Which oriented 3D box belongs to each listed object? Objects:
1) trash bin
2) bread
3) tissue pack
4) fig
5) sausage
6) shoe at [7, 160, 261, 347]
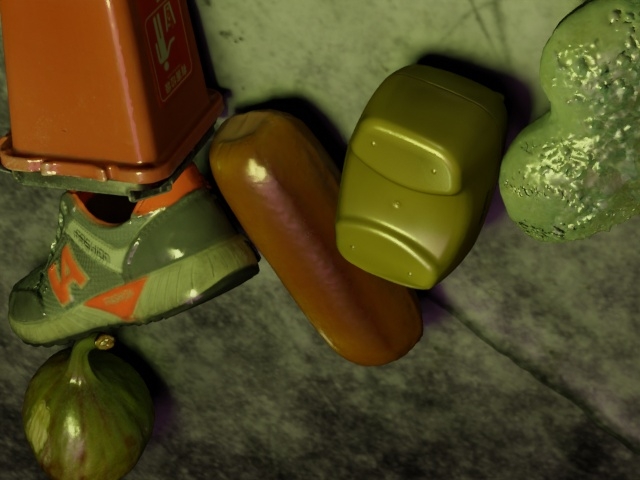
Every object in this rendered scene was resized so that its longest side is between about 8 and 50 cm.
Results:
[{"bbox_3d":[-0.200,-0.168,1.524,0.184,0.161,0.238,5,123,20],"label":"trash bin"},{"bbox_3d":[0.240,-0.083,1.422,0.173,0.064,0.232,15,121,-9],"label":"bread"},{"bbox_3d":[0.087,-0.058,1.505,0.123,0.127,0.178,24,135,14],"label":"tissue pack"},{"bbox_3d":[-0.234,0.148,1.801,0.149,0.149,0.245,19,143,8],"label":"fig"},{"bbox_3d":[0.000,0.000,1.610,0.105,0.105,0.274,-16,119,35],"label":"sausage"},{"bbox_3d":[-0.207,-0.006,1.687,0.336,0.132,0.171,-13,100,47],"label":"shoe"}]
